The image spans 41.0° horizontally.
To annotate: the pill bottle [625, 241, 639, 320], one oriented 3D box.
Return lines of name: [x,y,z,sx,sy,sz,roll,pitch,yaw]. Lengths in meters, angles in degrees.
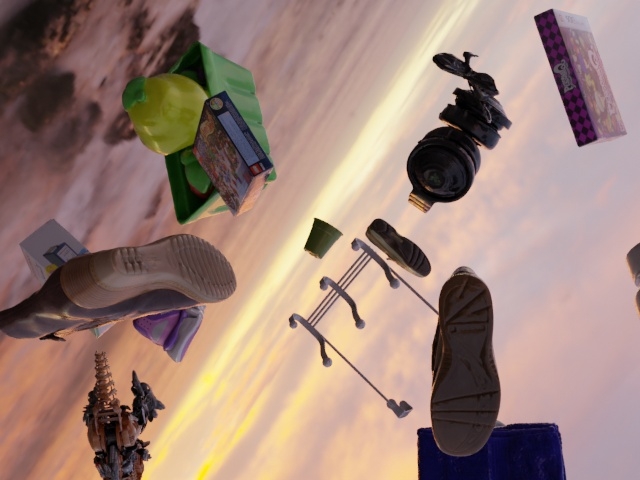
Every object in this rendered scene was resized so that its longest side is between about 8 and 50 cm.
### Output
pill bottle: [0.592,0.131,1.342,0.160,0.160,0.283,125,-40,-53]

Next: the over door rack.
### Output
over door rack: [0.122,0.185,1.735,0.239,0.324,0.108,-51,178,17]

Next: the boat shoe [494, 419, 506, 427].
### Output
boat shoe: [0.364,0.614,2.334,0.500,0.156,0.187,-23,142,-50]

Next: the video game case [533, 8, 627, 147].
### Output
video game case: [0.454,-0.281,1.484,0.041,0.232,0.210,-20,177,34]

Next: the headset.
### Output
headset: [0.244,-0.206,1.621,0.243,0.185,0.394,-55,176,-21]

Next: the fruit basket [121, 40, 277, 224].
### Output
fruit basket: [-0.303,-0.248,1.907,0.283,0.392,0.392,-34,-161,46]

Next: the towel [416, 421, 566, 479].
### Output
towel: [0.350,0.487,1.775,0.076,0.308,0.228,68,21,-56]

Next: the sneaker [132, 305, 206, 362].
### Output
sneaker: [-0.233,0.097,1.339,0.236,0.104,0.095,-88,-156,-72]

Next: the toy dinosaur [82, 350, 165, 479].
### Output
toy dinosaur: [-0.392,0.370,1.683,0.218,0.164,0.322,-107,-149,-69]

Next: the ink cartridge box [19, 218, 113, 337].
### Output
ink cartridge box: [-0.503,0.078,1.756,0.093,0.212,0.154,-42,165,-25]

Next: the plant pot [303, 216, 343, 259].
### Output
plant pot: [0.000,0.000,2.034,0.079,0.083,0.083,-60,-177,-9]

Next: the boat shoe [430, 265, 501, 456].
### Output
boat shoe: [0.253,0.212,1.530,0.123,0.123,0.342,-70,157,-75]

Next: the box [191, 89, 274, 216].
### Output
box: [-0.164,-0.150,1.550,0.044,0.159,0.233,-31,173,-20]

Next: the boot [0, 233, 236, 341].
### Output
boot: [-0.248,0.066,1.075,0.206,0.090,0.248,-26,161,29]

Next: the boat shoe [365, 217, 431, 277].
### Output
boat shoe: [0.189,0.027,2.109,0.068,0.190,0.072,-39,171,-40]
